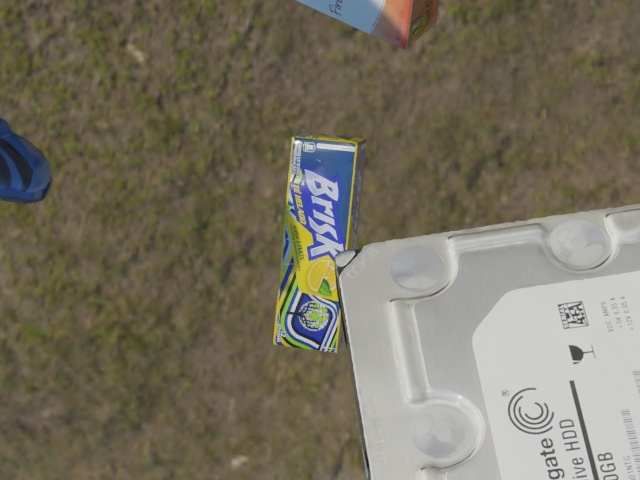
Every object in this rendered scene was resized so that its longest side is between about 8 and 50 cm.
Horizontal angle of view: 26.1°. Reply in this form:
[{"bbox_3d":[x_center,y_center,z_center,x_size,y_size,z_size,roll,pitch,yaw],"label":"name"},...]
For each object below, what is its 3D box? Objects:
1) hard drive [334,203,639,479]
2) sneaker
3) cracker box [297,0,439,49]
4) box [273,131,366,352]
[{"bbox_3d":[0.188,0.086,0.687,0.339,0.237,0.064,-8,144,0],"label":"hard drive"},{"bbox_3d":[-0.207,-0.068,0.778,0.069,0.082,0.209,13,180,19],"label":"sneaker"},{"bbox_3d":[0.013,-0.309,1.384,0.232,0.067,0.156,28,139,23],"label":"cracker box"},{"bbox_3d":[0.000,0.000,1.105,0.054,0.059,0.169,6,99,8],"label":"box"}]
